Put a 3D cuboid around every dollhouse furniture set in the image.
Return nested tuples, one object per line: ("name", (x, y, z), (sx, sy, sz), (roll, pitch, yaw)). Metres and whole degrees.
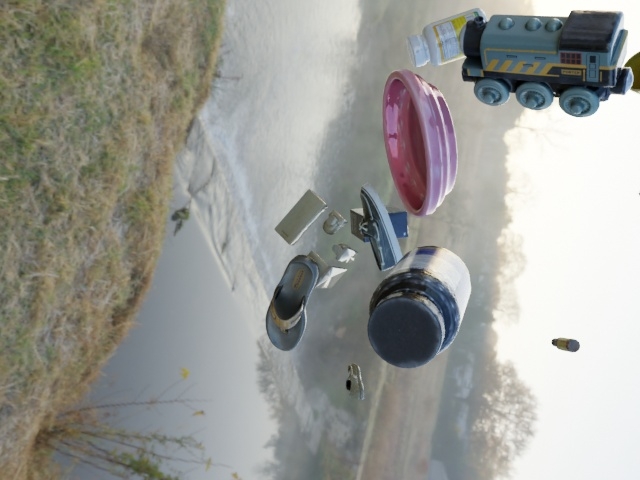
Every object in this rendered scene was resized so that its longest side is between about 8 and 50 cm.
("dollhouse furniture set", (0.000, 0.000, 1.248), (0.144, 0.151, 0.123), (-49, 164, 7))

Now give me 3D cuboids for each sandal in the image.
("sandal", (-0.061, 0.134, 1.175), (0.060, 0.090, 0.219), (-53, 166, -66))

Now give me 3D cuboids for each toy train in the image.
("toy train", (0.431, -0.357, 1.130), (0.142, 0.334, 0.190), (-60, 146, -20))

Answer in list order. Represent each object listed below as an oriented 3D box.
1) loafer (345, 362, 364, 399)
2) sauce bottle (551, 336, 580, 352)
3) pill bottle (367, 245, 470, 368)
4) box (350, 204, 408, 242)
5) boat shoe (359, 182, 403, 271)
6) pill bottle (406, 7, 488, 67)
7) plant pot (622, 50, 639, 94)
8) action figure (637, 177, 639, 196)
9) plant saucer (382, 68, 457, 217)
("loafer", (0.102, 0.442, 1.822), (0.148, 0.050, 0.056), (-109, -161, -64))
("sauce bottle", (0.714, 0.302, 1.690), (0.128, 0.042, 0.042), (85, 16, -86))
("pill bottle", (0.137, 0.089, 0.803), (0.219, 0.122, 0.123), (-34, 134, -66))
("box", (0.197, -0.059, 1.962), (0.158, 0.156, 0.093), (-139, -137, -71))
("boat shoe", (0.135, -0.031, 1.419), (0.078, 0.070, 0.219), (-172, -120, -81))
("pill bottle", (0.350, -0.551, 1.593), (0.117, 0.208, 0.118), (-18, 90, -85))
("plant pot", (0.918, -0.451, 1.597), (0.095, 0.134, 0.134), (27, 70, -39))
("action figure", (0.831, -0.116, 1.467), (0.030, 0.038, 0.115), (-40, 130, -3))
("plant saucer", (0.223, -0.220, 1.303), (0.332, 0.084, 0.332), (168, -90, -83))
